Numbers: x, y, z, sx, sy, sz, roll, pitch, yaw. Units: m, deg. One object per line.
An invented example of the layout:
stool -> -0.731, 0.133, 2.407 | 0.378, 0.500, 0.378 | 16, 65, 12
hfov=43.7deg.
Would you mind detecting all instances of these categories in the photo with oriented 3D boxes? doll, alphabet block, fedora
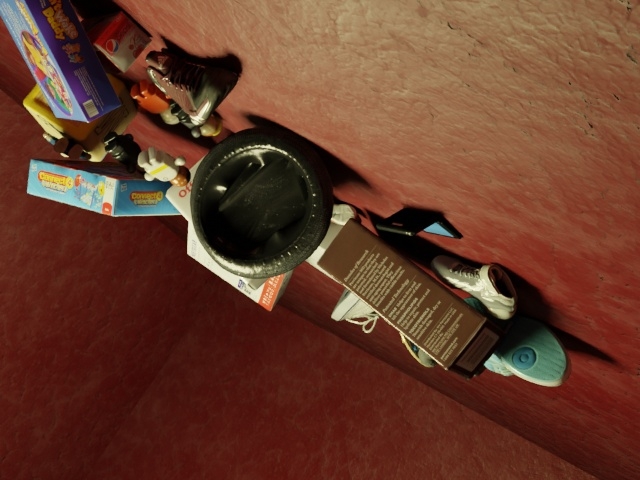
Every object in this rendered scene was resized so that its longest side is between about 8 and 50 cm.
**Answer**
doll -> -0.635, -0.232, 1.999 | 0.129, 0.046, 0.189 | 27, 177, -17
alphabet block -> -0.620, -0.347, 2.085 | 0.192, 0.193, 0.197 | 32, 168, 3
fedora -> -0.104, -0.082, 1.665 | 0.334, 0.334, 0.152 | 30, -161, 17

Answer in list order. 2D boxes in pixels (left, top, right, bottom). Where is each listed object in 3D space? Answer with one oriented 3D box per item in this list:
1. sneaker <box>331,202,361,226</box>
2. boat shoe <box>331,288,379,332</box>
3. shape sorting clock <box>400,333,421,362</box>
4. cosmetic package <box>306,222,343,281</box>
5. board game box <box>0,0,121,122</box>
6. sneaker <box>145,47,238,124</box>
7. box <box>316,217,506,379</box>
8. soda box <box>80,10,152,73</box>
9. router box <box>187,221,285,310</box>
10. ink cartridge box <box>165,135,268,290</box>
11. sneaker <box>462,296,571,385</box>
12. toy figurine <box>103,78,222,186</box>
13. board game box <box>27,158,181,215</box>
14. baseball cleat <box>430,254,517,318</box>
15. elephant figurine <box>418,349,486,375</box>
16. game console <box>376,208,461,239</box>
sneaker -> 0.028, -0.060, 1.821 | 0.158, 0.061, 0.065 | 26, 174, 39
boat shoe -> 0.142, 0.194, 2.414 | 0.156, 0.135, 0.367 | 31, 159, -1
shape sorting clock -> 0.265, 0.248, 2.176 | 0.040, 0.206, 0.206 | -33, 121, 31
cosmetic package -> 0.000, 0.000, 2.043 | 0.377, 0.097, 0.284 | 34, 167, 2
board game box -> -0.536, -0.407, 1.559 | 0.233, 0.078, 0.347 | 17, 136, 55
sneaker -> -0.259, -0.302, 1.502 | 0.162, 0.106, 0.281 | 40, 168, -13
box -> 0.192, 0.124, 1.718 | 0.381, 0.143, 0.191 | 40, -176, 30
soda box -> -0.445, -0.400, 1.632 | 0.083, 0.092, 0.263 | 43, 165, -32
router box -> -0.218, 0.032, 2.187 | 0.301, 0.082, 0.335 | 34, 156, 5
ink cartridge box -> -0.177, -0.063, 1.835 | 0.289, 0.211, 0.121 | 47, 176, 12
sneaker -> 0.451, 0.254, 1.786 | 0.319, 0.127, 0.208 | 36, 172, 48
toy figurine -> -0.347, -0.231, 1.777 | 0.210, 0.213, 0.148 | 22, 173, 35
board game box -> -0.488, -0.130, 1.946 | 0.302, 0.086, 0.308 | 14, -170, 31
baseball cleat -> 0.309, 0.069, 1.587 | 0.206, 0.072, 0.109 | 34, 145, 29
elephant figurine -> 0.384, 0.271, 2.041 | 0.239, 0.186, 0.169 | 21, 123, 10
game console -> 0.187, -0.017, 1.531 | 0.122, 0.107, 0.071 | 14, 128, 59
